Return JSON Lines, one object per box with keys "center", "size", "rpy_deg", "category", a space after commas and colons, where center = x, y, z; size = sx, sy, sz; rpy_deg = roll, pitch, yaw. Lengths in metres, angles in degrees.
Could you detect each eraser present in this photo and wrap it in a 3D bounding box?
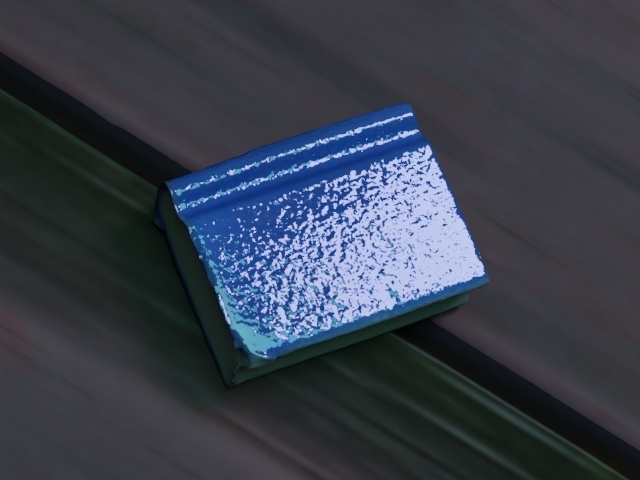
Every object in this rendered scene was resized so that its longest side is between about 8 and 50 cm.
{"center": [0.000, 0.000, 0.586], "size": [0.085, 0.027, 0.063], "rpy_deg": [-19, 77, -22], "category": "eraser"}
